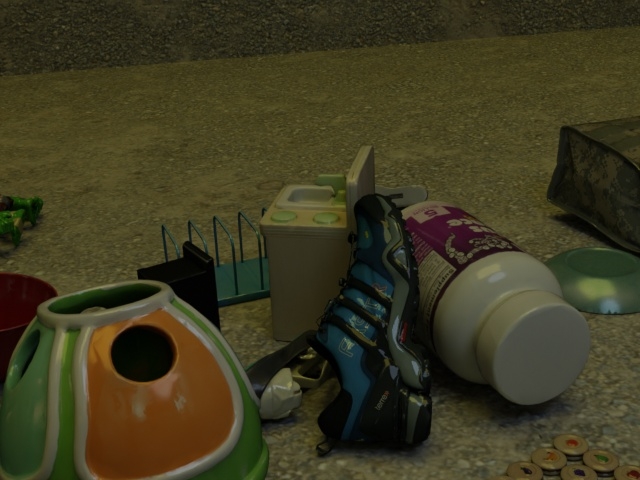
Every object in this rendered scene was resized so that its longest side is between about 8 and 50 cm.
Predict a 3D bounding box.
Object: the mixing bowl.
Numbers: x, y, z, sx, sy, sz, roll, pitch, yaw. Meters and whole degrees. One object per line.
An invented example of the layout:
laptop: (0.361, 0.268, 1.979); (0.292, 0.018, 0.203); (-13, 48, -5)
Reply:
mixing bowl: (-0.422, 0.119, 1.122); (0.181, 0.098, 0.181); (3, 21, -1)

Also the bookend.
bookend: (-0.207, 0.102, 1.079); (0.157, 0.156, 0.072); (-18, 28, -30)

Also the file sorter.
file sorter: (-0.141, 0.024, 1.321); (0.170, 0.104, 0.118); (-10, 25, -19)

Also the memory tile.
memory tile: (0.246, 0.243, 0.885); (0.148, 0.012, 0.113); (-20, 29, -34)

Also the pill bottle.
pill bottle: (0.191, 0.072, 1.091); (0.169, 0.169, 0.301); (-10, 25, -18)

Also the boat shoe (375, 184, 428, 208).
boat shoe: (0.124, -0.076, 1.610); (0.142, 0.049, 0.040); (0, -10, 9)

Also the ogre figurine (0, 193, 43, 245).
ogre figurine: (-0.567, -0.051, 1.552); (0.118, 0.097, 0.197); (9, 35, -2)

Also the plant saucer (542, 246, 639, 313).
plant saucer: (0.407, 0.047, 1.296); (0.195, 0.037, 0.195); (-3, 24, 1)

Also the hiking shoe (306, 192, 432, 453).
hiking shoe: (0.047, 0.079, 1.001); (0.132, 0.113, 0.304); (-5, 60, 1)

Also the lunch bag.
lunch bag: (0.555, -0.089, 1.442); (0.235, 0.169, 0.287); (-11, 32, -26)

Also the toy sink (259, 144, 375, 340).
toy sink: (0.000, 0.000, 1.197); (0.131, 0.234, 0.153); (2, 24, 10)

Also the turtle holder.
turtle holder: (-0.179, 0.154, 0.843); (0.243, 0.227, 0.320); (-11, 10, -2)

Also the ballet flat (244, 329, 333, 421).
ballet flat: (-0.039, 0.162, 1.035); (0.074, 0.074, 0.203); (12, 25, 31)
